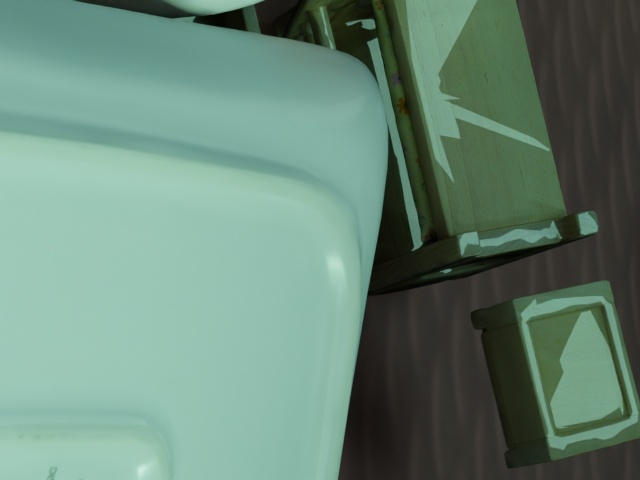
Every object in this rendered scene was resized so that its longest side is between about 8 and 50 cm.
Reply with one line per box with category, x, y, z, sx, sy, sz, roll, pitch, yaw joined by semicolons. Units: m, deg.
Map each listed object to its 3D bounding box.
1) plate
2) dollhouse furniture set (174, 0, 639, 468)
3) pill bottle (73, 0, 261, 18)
plate;-0.079;0.075;0.440;0.278;0.045;0.277;7;94;-49
dollhouse furniture set;0.000;0.000;0.641;0.161;0.101;0.182;-10;83;-28
pill bottle;0.028;-0.225;0.621;0.392;0.224;0.224;-36;104;-55
